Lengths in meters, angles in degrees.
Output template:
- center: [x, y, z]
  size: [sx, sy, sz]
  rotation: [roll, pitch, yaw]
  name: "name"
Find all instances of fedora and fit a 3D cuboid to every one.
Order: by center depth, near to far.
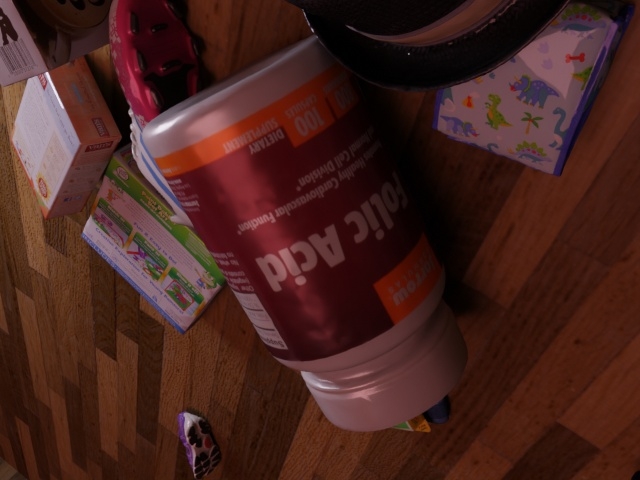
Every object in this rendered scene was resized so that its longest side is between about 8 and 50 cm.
- center: [0.050, -0.269, 0.469]
  size: [0.334, 0.153, 0.333]
  rotation: [14, 111, 41]
  name: "fedora"

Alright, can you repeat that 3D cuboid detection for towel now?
- center: [0.140, 0.206, 0.941]
  size: [0.067, 0.029, 0.119]
  rotation: [5, 125, 35]
  name: "towel"

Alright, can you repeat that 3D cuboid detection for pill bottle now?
- center: [0.000, 0.000, 0.740]
  size: [0.224, 0.224, 0.392]
  rotation: [-10, 116, 43]
  name: "pill bottle"

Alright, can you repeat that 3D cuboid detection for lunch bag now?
- center: [0.174, -0.142, 0.582]
  size: [0.129, 0.096, 0.151]
  rotation: [26, 125, 20]
  name: "lunch bag"

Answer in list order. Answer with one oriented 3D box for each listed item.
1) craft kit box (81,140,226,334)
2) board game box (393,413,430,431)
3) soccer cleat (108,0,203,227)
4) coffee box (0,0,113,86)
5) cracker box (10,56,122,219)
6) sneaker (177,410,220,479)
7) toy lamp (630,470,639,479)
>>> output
- center: [-0.256, 0.005, 1.079]
  size: [0.250, 0.061, 0.246]
  rotation: [44, 141, 0]
  name: "craft kit box"
- center: [0.050, 0.175, 0.961]
  size: [0.259, 0.039, 0.124]
  rotation: [55, 150, -11]
  name: "board game box"
- center: [-0.205, -0.150, 0.863]
  size: [0.143, 0.116, 0.331]
  rotation: [3, 125, 37]
  name: "soccer cleat"
- center: [-0.351, -0.354, 0.778]
  size: [0.119, 0.168, 0.297]
  rotation: [-2, 120, 39]
  name: "coffee box"
- center: [-0.387, -0.154, 1.011]
  size: [0.232, 0.067, 0.155]
  rotation: [-39, 74, 49]
  name: "cracker box"
- center: [-0.262, 0.430, 1.434]
  size: [0.071, 0.068, 0.169]
  rotation: [22, 127, 45]
  name: "sneaker"
- center: [0.476, 0.292, 0.709]
  size: [0.275, 0.080, 0.080]
  rotation: [-7, 118, 44]
  name: "toy lamp"
